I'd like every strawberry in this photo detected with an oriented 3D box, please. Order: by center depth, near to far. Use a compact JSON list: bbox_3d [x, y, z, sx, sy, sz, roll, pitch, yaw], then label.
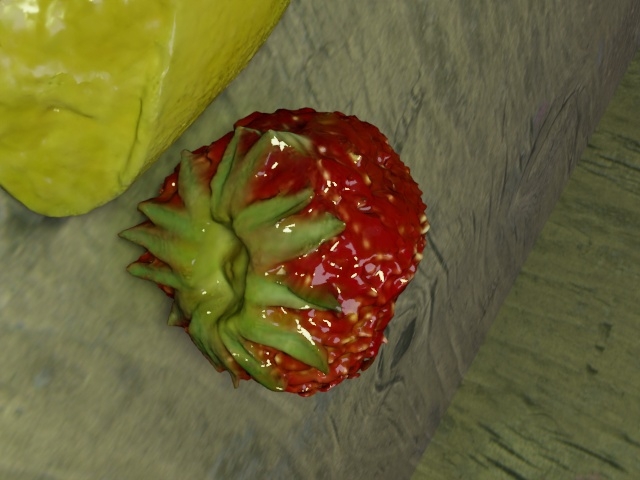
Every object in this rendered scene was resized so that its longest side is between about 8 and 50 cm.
[{"bbox_3d":[0.000,0.002,0.693,0.343,0.292,0.292,-13,120,-52],"label":"strawberry"}]

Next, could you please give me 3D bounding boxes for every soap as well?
[{"bbox_3d":[-0.128,-0.234,0.502,0.427,0.115,0.306,-57,145,-17],"label":"soap"}]
